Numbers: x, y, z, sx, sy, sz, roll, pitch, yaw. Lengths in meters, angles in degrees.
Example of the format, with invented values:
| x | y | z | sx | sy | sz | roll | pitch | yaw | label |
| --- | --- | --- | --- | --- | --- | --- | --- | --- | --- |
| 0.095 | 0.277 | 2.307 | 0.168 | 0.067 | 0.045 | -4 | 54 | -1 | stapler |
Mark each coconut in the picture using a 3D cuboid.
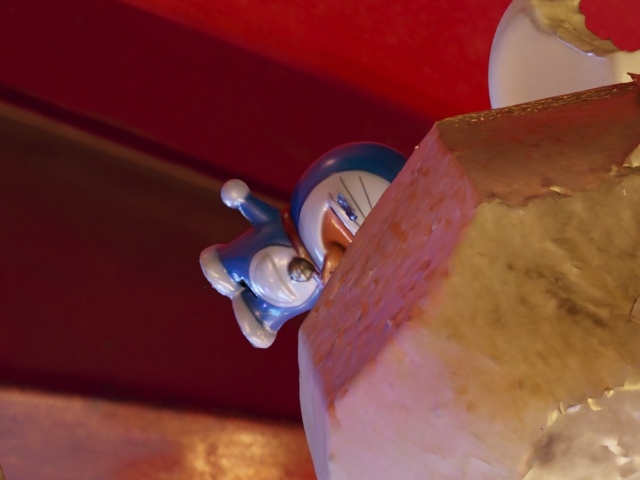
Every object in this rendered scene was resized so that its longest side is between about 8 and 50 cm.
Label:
| x | y | z | sx | sy | sz | roll | pitch | yaw | label |
| --- | --- | --- | --- | --- | --- | --- | --- | --- | --- |
| 0.153 | 0.081 | 0.835 | 0.352 | 0.352 | 0.353 | -19 | 128 | -26 | coconut |

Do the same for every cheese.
| x | y | z | sx | sy | sz | roll | pitch | yaw | label |
| --- | --- | --- | --- | --- | --- | --- | --- | --- | --- |
| 0.208 | -0.084 | 1.385 | 0.070 | 0.163 | 0.249 | -4 | 106 | -47 | cheese |

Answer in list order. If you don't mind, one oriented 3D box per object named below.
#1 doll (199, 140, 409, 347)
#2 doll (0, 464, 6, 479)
| x | y | z | sx | sy | sz | roll | pitch | yaw | label |
| --- | --- | --- | --- | --- | --- | --- | --- | --- | --- |
| 0.000 | 0.000 | 1.715 | 0.257 | 0.161 | 0.215 | -35 | 99 | 13 | doll |
| -0.383 | 0.247 | 1.466 | 0.234 | 0.135 | 0.143 | -17 | 153 | 26 | doll |
